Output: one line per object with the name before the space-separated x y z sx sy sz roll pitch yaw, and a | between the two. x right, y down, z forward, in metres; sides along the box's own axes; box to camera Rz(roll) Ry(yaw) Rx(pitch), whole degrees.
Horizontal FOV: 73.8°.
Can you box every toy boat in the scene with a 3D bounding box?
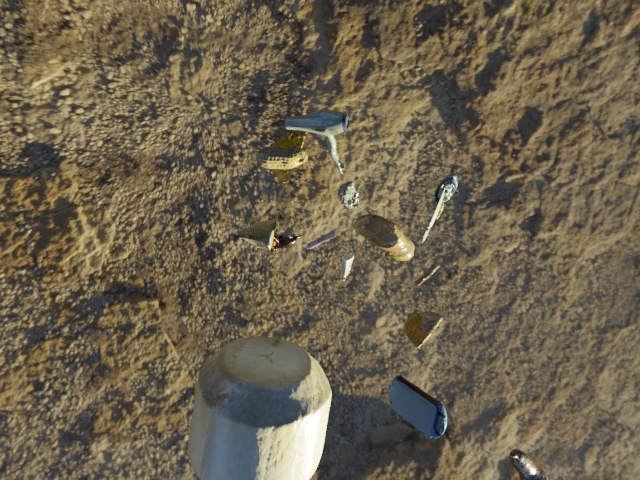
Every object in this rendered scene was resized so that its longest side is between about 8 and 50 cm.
toy boat | 0.442 -0.121 1.646 0.066 0.220 0.291 28 76 14

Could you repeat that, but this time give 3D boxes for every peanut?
peanut | -0.145 -0.310 1.589 0.193 0.093 0.083 -2 113 -4

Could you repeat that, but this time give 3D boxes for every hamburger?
hamburger | 0.323 0.288 1.415 0.087 0.102 0.176 -45 160 -36

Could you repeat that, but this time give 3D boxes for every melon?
melon | -0.212 -0.010 1.478 0.139 0.202 0.094 -3 109 -1

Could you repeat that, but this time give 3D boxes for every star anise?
star anise | -0.165 0.011 1.826 0.156 0.212 0.054 -11 78 1

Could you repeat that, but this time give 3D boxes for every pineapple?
pineapple | -0.151 -0.352 1.703 0.135 0.079 0.233 25 106 -3

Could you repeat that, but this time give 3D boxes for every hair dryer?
hair dryer | -0.009 -0.266 1.130 0.167 0.068 0.199 15 147 9

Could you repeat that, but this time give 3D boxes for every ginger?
ginger | 0.295 -0.015 1.874 0.353 0.189 0.127 32 56 -34

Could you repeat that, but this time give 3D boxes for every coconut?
coconut | -0.090 0.265 0.628 0.201 0.202 0.222 6 106 -17

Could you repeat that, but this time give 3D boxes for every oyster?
oyster | 0.094 -0.143 1.419 0.100 0.098 0.037 56 48 -17

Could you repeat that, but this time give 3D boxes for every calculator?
calculator | 0.388 0.678 1.743 0.051 0.293 0.173 -12 115 -38

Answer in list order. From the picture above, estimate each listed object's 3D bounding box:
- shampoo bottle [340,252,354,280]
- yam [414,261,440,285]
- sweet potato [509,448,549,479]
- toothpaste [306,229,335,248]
shampoo bottle | 0.099 0.109 1.671 0.049 0.034 0.141 -41 152 -40
yam | 0.468 0.147 1.864 0.032 0.032 0.145 23 127 -21
sweet potato | 0.496 0.557 0.992 0.067 0.067 0.274 -39 111 -1
toothpaste | 0.000 0.000 1.811 0.169 0.045 0.028 -27 123 37
